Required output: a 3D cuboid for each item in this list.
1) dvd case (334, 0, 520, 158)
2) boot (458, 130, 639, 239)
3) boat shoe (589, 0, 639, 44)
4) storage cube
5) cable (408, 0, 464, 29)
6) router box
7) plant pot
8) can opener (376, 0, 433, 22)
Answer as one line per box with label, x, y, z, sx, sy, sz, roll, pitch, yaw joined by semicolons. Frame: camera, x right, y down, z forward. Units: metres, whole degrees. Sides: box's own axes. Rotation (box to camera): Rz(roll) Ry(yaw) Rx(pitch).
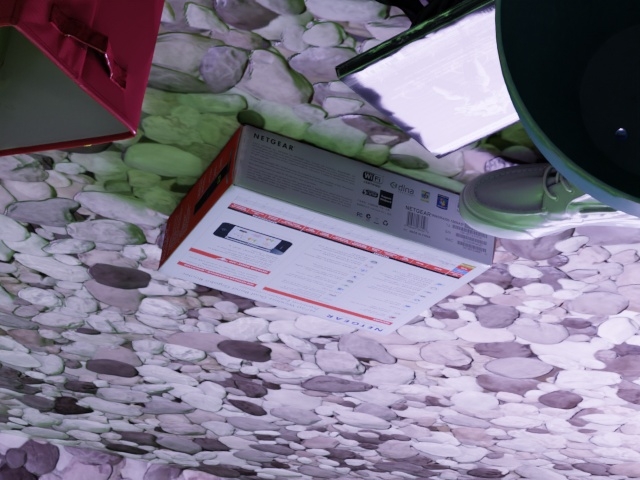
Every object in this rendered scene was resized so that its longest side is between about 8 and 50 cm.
dvd case;0.134;-0.148;1.225;0.164;0.018;0.221;-25;154;20
boot;0.276;-0.071;1.451;0.258;0.095;0.123;-4;148;6
boat shoe;0.298;-0.188;1.195;0.084;0.095;0.258;-26;145;30
storage cube;-0.266;-0.206;1.195;0.215;0.193;0.183;-6;151;27
cable;0.145;-0.197;1.205;0.150;0.047;0.184;-14;157;-1
router box;0.000;0.000;1.680;0.335;0.082;0.301;17;154;-18
plant pot;0.274;-0.135;1.023;0.290;0.290;0.195;5;167;7
can opener;0.090;-0.221;1.228;0.059;0.073;0.186;-45;138;13
